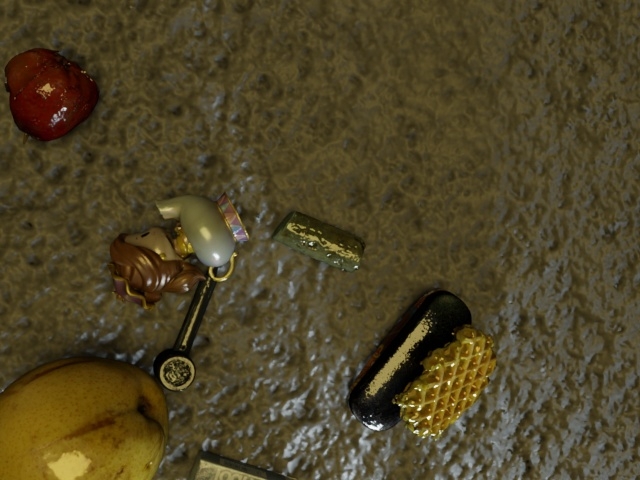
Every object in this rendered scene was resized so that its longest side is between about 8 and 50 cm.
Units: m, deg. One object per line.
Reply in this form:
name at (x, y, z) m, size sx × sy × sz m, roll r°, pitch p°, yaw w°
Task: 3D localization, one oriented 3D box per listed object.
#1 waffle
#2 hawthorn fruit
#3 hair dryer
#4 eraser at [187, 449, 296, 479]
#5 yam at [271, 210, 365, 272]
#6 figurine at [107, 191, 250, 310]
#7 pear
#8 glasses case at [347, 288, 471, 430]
waffle at (0.261, 0.288, 1.153) m, size 0.254 × 0.052 × 0.245 m, roll -46°, pitch 135°, yaw -10°
hawthorn fruit at (-0.473, -0.241, 0.989) m, size 0.148 × 0.148 × 0.172 m, roll 32°, pitch 107°, yaw -11°
hair dryer at (-0.240, 0.153, 1.076) m, size 0.070 × 0.128 × 0.255 m, roll 22°, pitch 79°, yaw -16°
eraser at (-0.157, 0.495, 1.147) m, size 0.213 × 0.046 × 0.091 m, roll 20°, pitch 90°, yaw -11°
yam at (0.000, 0.000, 1.126) m, size 0.179 × 0.078 × 0.078 m, roll 24°, pitch 90°, yaw -8°
figurine at (-0.265, 0.018, 1.042) m, size 0.263 × 0.142 × 0.189 m, roll -29°, pitch 99°, yaw -9°
pear at (-0.413, 0.343, 0.962) m, size 0.315 × 0.314 × 0.314 m, roll -1°, pitch 94°, yaw -11°
glasses case at (0.183, 0.242, 1.172) m, size 0.122 × 0.082 × 0.321 m, roll 41°, pitch 86°, yaw -15°
